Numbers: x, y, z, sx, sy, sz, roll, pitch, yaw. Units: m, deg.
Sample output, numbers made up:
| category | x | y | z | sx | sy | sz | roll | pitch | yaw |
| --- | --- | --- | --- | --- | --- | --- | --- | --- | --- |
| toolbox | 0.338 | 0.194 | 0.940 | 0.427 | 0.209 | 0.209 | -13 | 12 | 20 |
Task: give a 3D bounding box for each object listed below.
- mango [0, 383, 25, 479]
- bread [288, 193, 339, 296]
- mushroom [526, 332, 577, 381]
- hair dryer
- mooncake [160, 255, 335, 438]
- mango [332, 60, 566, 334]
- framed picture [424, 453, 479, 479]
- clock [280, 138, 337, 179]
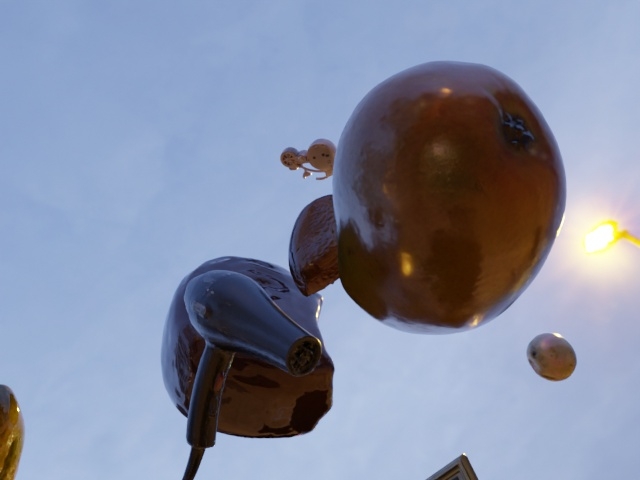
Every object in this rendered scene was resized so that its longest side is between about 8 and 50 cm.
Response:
| category | x | y | z | sx | sy | sz | roll | pitch | yaw |
| --- | --- | --- | --- | --- | --- | --- | --- | --- | --- |
| mango | -0.466 | 0.313 | 0.709 | 0.316 | 0.119 | 0.176 | -56 | -48 | -30 |
| bread | 0.000 | 0.000 | 0.819 | 0.126 | 0.129 | 0.044 | -36 | -50 | 30 |
| mushroom | 0.384 | 0.195 | 1.017 | 0.084 | 0.083 | 0.067 | -14 | -28 | -19 |
| hair dryer | -0.106 | 0.181 | 0.716 | 0.091 | 0.236 | 0.271 | 8 | -81 | -41 |
| mooncake | -0.109 | 0.169 | 1.018 | 0.326 | 0.334 | 0.174 | -31 | -36 | -57 |
| mango | 0.102 | -0.017 | 0.572 | 0.173 | 0.211 | 0.317 | -42 | -20 | -31 |
| framed picture | 0.166 | 0.503 | 0.932 | 0.019 | 0.232 | 0.296 | 17 | -54 | -40 |
| clock | -0.023 | -0.174 | 1.323 | 0.129 | 0.041 | 0.087 | -4 | -56 | 21 |
